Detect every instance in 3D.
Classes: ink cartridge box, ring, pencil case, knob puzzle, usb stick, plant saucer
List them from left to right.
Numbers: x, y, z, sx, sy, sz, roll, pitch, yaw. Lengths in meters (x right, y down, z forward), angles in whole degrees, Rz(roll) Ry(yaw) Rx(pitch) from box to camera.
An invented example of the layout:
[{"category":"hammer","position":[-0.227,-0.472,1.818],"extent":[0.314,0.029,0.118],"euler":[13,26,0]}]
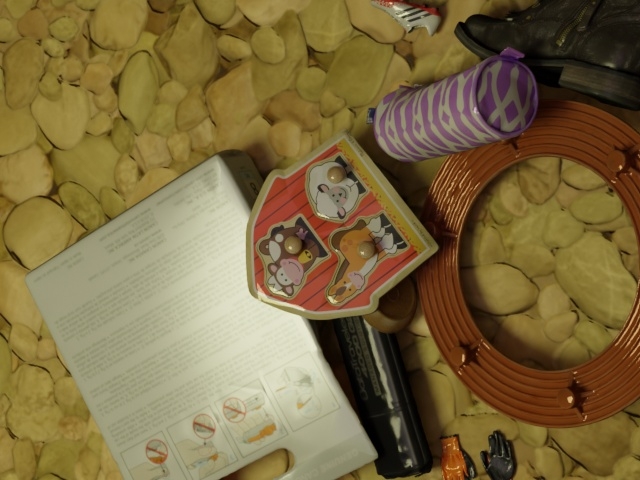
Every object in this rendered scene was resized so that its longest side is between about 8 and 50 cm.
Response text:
[{"category":"ink cartridge box","position":[-0.133,0.133,1.478],"extent":[0.308,0.091,0.385],"euler":[-30,86,21]},{"category":"knob puzzle","position":[0.000,0.000,1.362],"extent":[0.213,0.030,0.213],"euler":[-1,84,11]},{"category":"usb stick","position":[0.058,0.131,1.410],"extent":[0.077,0.045,0.278],"euler":[-20,85,46]},{"category":"plant saucer","position":[0.076,0.059,1.383],"extent":[0.015,0.083,0.083],"euler":[-22,84,56]},{"category":"pencil case","position":[0.136,-0.134,1.297],"extent":[0.206,0.086,0.088],"euler":[-6,66,60]},{"category":"ring","position":[0.221,0.024,1.283],"extent":[0.336,0.032,0.337],"euler":[0,91,43]}]

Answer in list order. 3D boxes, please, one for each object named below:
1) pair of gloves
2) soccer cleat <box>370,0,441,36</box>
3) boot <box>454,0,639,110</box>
[{"category":"pair of gloves","position":[0.172,0.248,1.391],"extent":[0.083,0.010,0.074],"euler":[-9,89,22]},{"category":"soccer cleat","position":[0.091,-0.246,1.386],"extent":[0.083,0.029,0.036],"euler":[16,95,16]},{"category":"boot","position":[0.269,-0.262,1.253],"extent":[0.263,0.091,0.229],"euler":[27,101,43]}]
